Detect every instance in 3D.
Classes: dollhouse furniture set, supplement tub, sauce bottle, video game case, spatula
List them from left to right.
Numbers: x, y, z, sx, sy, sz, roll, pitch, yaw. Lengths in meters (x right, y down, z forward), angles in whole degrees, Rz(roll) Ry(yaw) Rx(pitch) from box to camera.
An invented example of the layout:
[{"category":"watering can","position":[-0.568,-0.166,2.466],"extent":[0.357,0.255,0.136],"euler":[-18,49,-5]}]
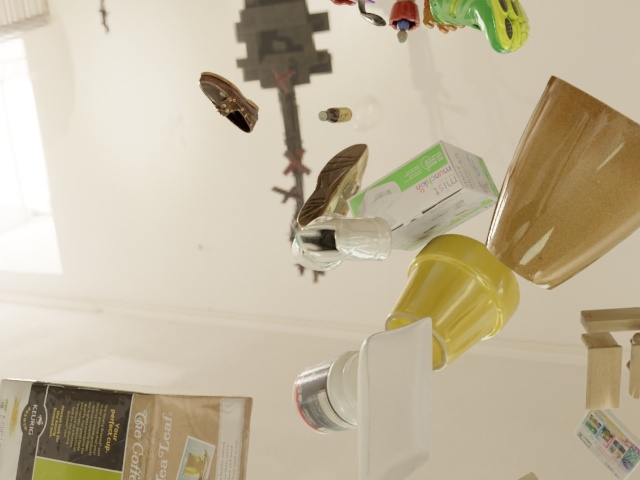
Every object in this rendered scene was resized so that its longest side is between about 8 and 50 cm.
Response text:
[{"category":"sauce bottle","position":[0.036,-0.315,1.861],"extent":[0.042,0.042,0.128],"euler":[-1,-169,32]},{"category":"supplement tub","position":[0.068,0.388,1.894],"extent":[0.191,0.191,0.272],"euler":[-14,169,-36]},{"category":"spatula","position":[0.093,-0.491,1.564],"extent":[0.084,0.030,0.296],"euler":[14,-153,-19]},{"category":"video game case","position":[0.676,0.470,1.724],"extent":[0.019,0.143,0.157],"euler":[-19,-130,-26]},{"category":"dollhouse furniture set","position":[0.538,0.212,1.348],"extent":[0.144,0.123,0.151],"euler":[-4,-160,4]}]

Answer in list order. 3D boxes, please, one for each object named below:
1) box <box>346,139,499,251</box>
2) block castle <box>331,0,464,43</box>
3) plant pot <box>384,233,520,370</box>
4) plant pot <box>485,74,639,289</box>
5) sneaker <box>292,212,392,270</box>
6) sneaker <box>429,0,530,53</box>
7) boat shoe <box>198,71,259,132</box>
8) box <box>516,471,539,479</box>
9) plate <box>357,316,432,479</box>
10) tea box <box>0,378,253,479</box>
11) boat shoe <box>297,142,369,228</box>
[{"category":"box","position":[0.234,-0.087,1.650],"extent":[0.262,0.126,0.231],"euler":[-32,159,29]},{"category":"block castle","position":[0.261,-0.647,1.782],"extent":[0.303,0.212,0.453],"euler":[10,171,-37]},{"category":"plant pot","position":[0.274,0.151,1.641],"extent":[0.254,0.254,0.239],"euler":[3,-144,47]},{"category":"plant pot","position":[0.354,-0.065,1.053],"extent":[0.237,0.254,0.237],"euler":[29,-162,-10]},{"category":"sneaker","position":[0.000,0.000,0.985],"extent":[0.094,0.080,0.212],"euler":[-3,176,-30]},{"category":"sneaker","position":[0.266,-0.411,1.292],"extent":[0.109,0.295,0.123],"euler":[18,128,-39]},{"category":"boat shoe","position":[-0.224,-0.336,1.812],"extent":[0.073,0.073,0.207],"euler":[2,160,39]},{"category":"box","position":[0.484,0.742,1.962],"extent":[0.275,0.113,0.094],"euler":[-30,-153,-2]},{"category":"plate","position":[0.127,0.283,1.288],"extent":[0.045,0.278,0.277],"euler":[2,-177,30]},{"category":"tea box","position":[-0.298,0.375,1.065],"extent":[0.323,0.329,0.220],"euler":[-1,168,32]},{"category":"boat shoe","position":[0.048,-0.119,1.858],"extent":[0.109,0.098,0.302],"euler":[-2,-132,42]}]
